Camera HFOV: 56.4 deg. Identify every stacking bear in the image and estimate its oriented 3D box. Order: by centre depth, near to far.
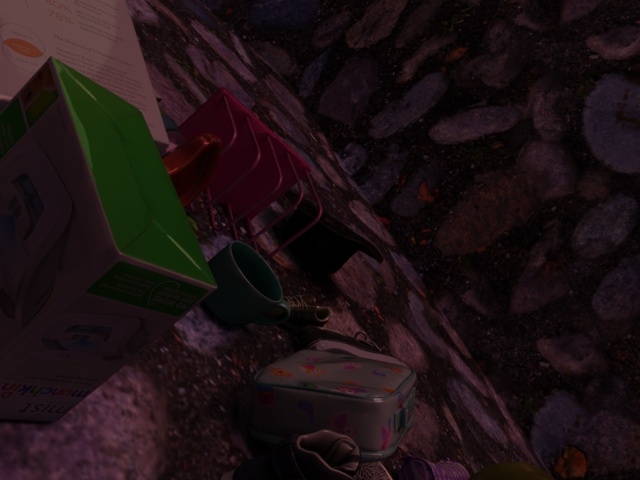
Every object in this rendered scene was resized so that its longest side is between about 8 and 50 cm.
[{"bbox_3d":[-0.327,-0.177,0.976,0.289,0.175,0.164,43,-28,10],"label":"stacking bear"}]

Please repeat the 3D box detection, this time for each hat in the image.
[{"bbox_3d":[0.000,0.000,1.573,0.331,0.134,0.331,35,5,-3],"label":"hat"}]

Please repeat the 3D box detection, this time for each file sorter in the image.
[{"bbox_3d":[-0.162,-0.121,1.242,0.291,0.202,0.182,38,21,-42],"label":"file sorter"}]

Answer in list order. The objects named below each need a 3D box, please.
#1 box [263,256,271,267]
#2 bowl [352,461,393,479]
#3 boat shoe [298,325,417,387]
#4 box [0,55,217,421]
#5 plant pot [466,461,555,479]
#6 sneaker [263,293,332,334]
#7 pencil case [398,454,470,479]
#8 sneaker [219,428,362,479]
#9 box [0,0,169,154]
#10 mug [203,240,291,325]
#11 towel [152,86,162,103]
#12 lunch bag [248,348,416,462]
[{"bbox_3d":[-0.126,0.074,1.141,0.018,0.067,0.083,47,14,-18],"label":"box"},{"bbox_3d":[0.050,0.390,0.879,0.170,0.080,0.170,47,14,-16],"label":"bowl"},{"bbox_3d":[0.077,0.254,1.241,0.306,0.113,0.105,22,23,-33],"label":"boat shoe"},{"bbox_3d":[-0.258,0.002,0.584,0.127,0.231,0.262,31,25,-55],"label":"box"},{"bbox_3d":[0.376,0.568,1.003,0.366,0.366,0.353,49,2,-8],"label":"plant pot"},{"bbox_3d":[-0.050,0.131,1.190,0.192,0.086,0.064,37,20,-43],"label":"sneaker"},{"bbox_3d":[0.233,0.479,1.200,0.206,0.086,0.088,32,36,-53],"label":"pencil case"},{"bbox_3d":[0.007,0.335,0.722,0.226,0.163,0.086,51,13,-7],"label":"sneaker"},{"bbox_3d":[-0.367,-0.232,0.774,0.215,0.168,0.345,9,52,-49],"label":"box"},{"bbox_3d":[-0.135,0.090,1.012,0.157,0.097,0.129,54,14,9],"label":"mug"},{"bbox_3d":[-0.473,-0.383,1.203,0.324,0.056,0.312,57,15,9],"label":"towel"},{"bbox_3d":[0.032,0.245,0.903,0.279,0.224,0.107,1,96,-71],"label":"lunch bag"}]
